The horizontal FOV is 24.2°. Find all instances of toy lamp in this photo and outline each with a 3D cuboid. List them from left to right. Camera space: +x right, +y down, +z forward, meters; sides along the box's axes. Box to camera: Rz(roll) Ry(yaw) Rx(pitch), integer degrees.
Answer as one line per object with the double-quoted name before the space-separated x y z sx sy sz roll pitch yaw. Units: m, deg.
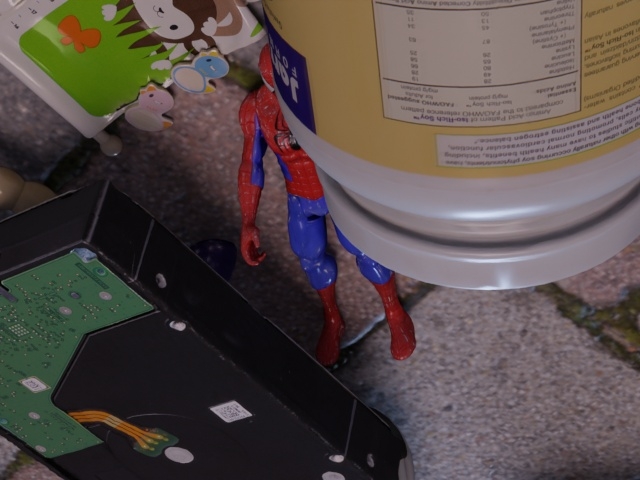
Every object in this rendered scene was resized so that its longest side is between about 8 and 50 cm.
"toy lamp" -0.196 -0.022 1.053 0.274 0.080 0.080 28 131 -17

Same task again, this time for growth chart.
"growth chart" -0.121 -0.155 0.956 0.172 0.021 0.237 35 129 -24

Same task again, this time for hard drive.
"hard drive" -0.130 0.106 1.083 0.237 0.064 0.339 -21 132 34

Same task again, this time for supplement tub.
"supplement tub" 0.083 -0.162 0.766 0.241 0.241 0.331 0 133 9

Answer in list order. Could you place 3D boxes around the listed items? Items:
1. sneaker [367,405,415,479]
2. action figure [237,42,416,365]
"sneaker" 0.037 0.329 1.320 0.169 0.257 0.448 22 111 33
"action figure" 0.000 0.000 1.009 0.091 0.139 0.280 -7 129 13
